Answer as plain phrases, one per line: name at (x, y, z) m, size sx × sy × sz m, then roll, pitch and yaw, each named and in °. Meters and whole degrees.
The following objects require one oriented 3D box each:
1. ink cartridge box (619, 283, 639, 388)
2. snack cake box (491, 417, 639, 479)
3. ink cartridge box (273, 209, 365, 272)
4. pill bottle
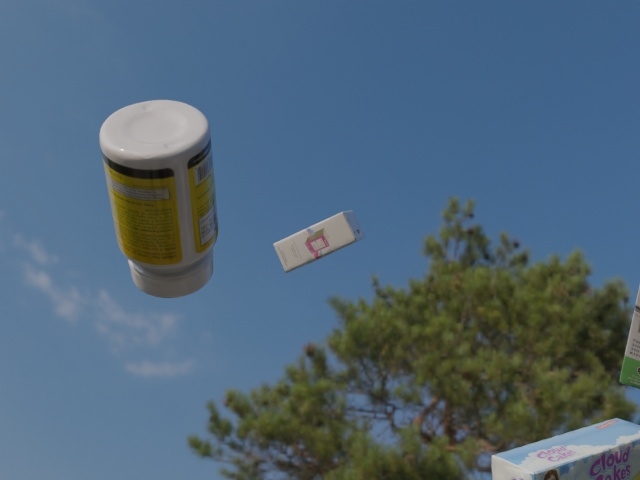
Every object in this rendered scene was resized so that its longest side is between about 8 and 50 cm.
ink cartridge box at (0.509, 0.109, 1.222) m, size 0.160 × 0.092 × 0.219 m, roll 16°, pitch -54°, yaw 26°
snack cake box at (0.376, 0.365, 1.312) m, size 0.264 × 0.152 × 0.089 m, roll -8°, pitch 9°, yaw -32°
ink cartridge box at (0.000, 0.000, 1.399) m, size 0.122 × 0.052 × 0.088 m, roll -23°, pitch -1°, yaw 12°
pill bottle at (-0.177, -0.042, 1.024) m, size 0.119 × 0.119 × 0.208 m, roll 5°, pitch -51°, yaw 5°
